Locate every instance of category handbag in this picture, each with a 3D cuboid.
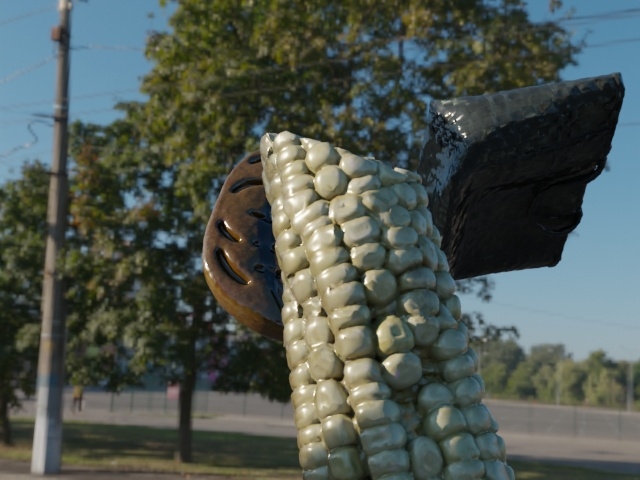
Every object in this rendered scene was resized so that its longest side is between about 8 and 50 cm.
[{"bbox_3d":[0.179,-0.048,0.817,0.175,0.088,0.270,-8,-36,-8],"label":"handbag"}]

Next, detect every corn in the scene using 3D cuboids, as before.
[{"bbox_3d":[0.027,0.046,0.353,0.087,0.211,0.087,-8,-15,-2],"label":"corn"}]

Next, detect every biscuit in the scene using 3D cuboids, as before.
[{"bbox_3d":[0.000,-0.001,1.227,0.314,0.367,0.063,19,-46,-3],"label":"biscuit"}]
